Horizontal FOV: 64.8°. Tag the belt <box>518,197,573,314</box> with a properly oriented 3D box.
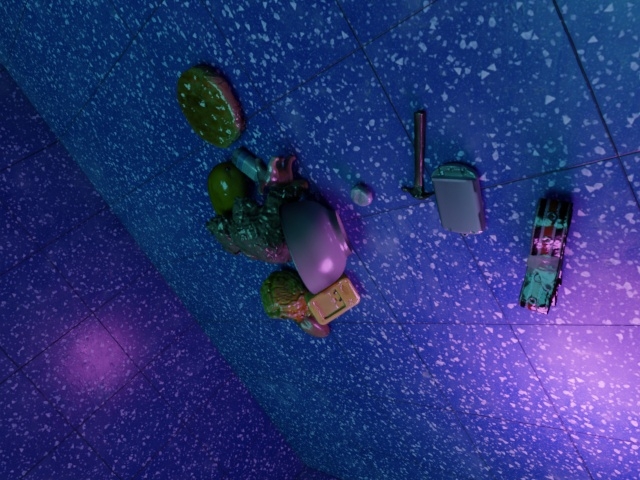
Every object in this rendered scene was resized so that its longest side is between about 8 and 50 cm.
[{"bbox_3d":[0.605,0.046,1.351,0.094,0.126,0.360,18,136,33],"label":"belt"}]

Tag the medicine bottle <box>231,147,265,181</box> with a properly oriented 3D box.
[{"bbox_3d":[-0.264,-0.284,2.014,0.208,0.054,0.090,38,144,10],"label":"medicine bottle"}]

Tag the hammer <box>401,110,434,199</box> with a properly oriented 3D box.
[{"bbox_3d":[0.289,-0.245,1.481,0.125,0.027,0.298,22,139,32],"label":"hammer"}]

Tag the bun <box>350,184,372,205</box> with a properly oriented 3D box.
[{"bbox_3d":[0.141,-0.155,1.715,0.083,0.045,0.083,26,142,23],"label":"bun"}]

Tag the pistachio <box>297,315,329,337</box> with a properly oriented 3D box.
[{"bbox_3d":[-0.036,0.402,2.426,0.185,0.108,0.126,38,169,0],"label":"pistachio"}]

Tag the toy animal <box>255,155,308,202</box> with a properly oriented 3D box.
[{"bbox_3d":[-0.142,-0.230,1.844,0.121,0.233,0.169,0,85,35],"label":"toy animal"}]

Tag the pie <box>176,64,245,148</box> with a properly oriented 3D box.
[{"bbox_3d":[-0.426,-0.511,1.938,0.339,0.083,0.340,28,143,23],"label":"pie"}]

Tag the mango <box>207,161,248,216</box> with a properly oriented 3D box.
[{"bbox_3d":[-0.405,-0.209,2.167,0.195,0.142,0.332,48,147,8],"label":"mango"}]

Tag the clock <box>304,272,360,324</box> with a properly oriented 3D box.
[{"bbox_3d":[0.047,0.236,2.072,0.144,0.202,0.096,59,179,-14],"label":"clock"}]

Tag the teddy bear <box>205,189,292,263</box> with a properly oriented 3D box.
[{"bbox_3d":[-0.301,-0.050,2.110,0.367,0.225,0.358,14,136,26],"label":"teddy bear"}]

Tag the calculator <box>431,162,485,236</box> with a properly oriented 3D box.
[{"bbox_3d":[0.404,-0.113,1.472,0.141,0.045,0.246,9,131,40],"label":"calculator"}]

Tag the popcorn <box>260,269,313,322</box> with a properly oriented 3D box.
[{"bbox_3d":[-0.155,0.269,2.310,0.286,0.225,0.174,39,149,14],"label":"popcorn"}]

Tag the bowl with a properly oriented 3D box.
[{"bbox_3d":[0.000,0.000,1.842,0.185,0.354,0.354,-21,116,7],"label":"bowl"}]
